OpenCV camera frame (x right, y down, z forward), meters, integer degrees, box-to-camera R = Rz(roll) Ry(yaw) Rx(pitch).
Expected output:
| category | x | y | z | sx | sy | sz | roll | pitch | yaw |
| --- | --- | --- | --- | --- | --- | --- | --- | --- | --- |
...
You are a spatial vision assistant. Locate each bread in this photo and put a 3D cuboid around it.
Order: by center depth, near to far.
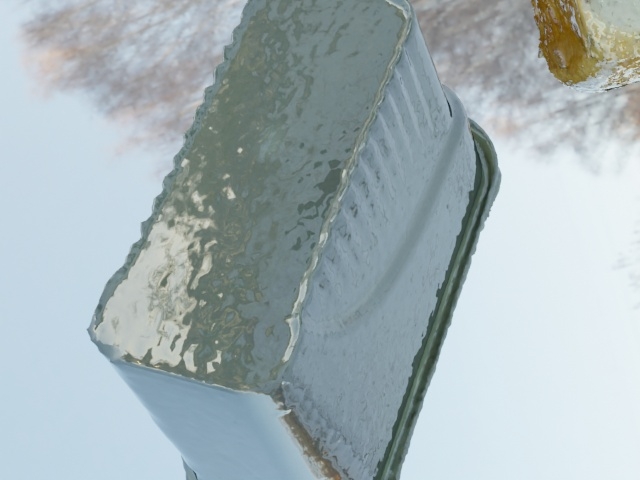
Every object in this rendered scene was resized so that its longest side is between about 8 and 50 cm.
| category | x | y | z | sx | sy | sz | roll | pitch | yaw |
| --- | --- | --- | --- | --- | --- | --- | --- | --- | --- |
| bread | 0.130 | -0.103 | 0.421 | 0.070 | 0.083 | 0.076 | -114 | 3 | -84 |

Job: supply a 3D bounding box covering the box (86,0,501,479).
| category | x | y | z | sx | sy | sz | roll | pitch | yaw |
| --- | --- | --- | --- | --- | --- | --- | --- | --- | --- |
| box | 0.000 | 0.000 | 0.558 | 0.178 | 0.138 | 0.274 | 65 | -141 | -57 |
